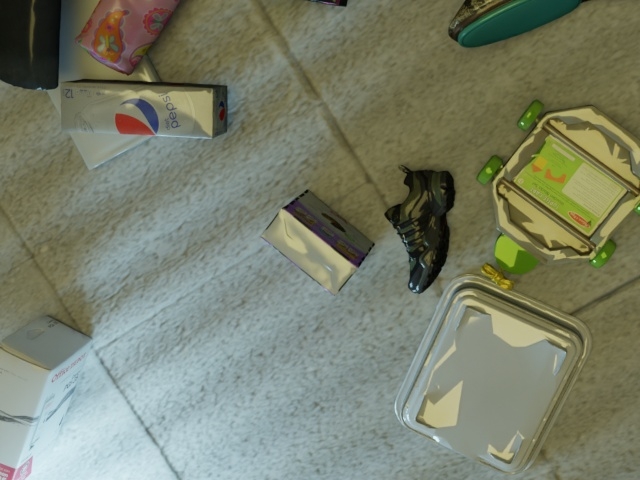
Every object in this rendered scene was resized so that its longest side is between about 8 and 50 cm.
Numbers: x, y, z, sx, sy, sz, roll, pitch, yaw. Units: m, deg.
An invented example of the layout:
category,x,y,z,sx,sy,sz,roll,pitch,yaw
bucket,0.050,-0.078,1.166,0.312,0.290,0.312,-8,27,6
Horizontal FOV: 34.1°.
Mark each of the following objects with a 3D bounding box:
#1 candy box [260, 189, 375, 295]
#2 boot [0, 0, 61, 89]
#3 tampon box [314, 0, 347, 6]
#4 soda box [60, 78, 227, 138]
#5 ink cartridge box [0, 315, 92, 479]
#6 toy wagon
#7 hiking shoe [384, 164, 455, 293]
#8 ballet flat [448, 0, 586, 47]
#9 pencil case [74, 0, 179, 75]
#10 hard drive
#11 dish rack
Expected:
category,x,y,z,sx,sy,sz,roll,pitch,yaw
candy box,0.000,0.000,1.839,0.165,0.196,0.070,39,107,2
boot,-0.461,-0.464,1.751,0.367,0.146,0.445,33,116,41
tampon box,-0.031,-0.466,1.789,0.161,0.120,0.101,13,103,9
soda box,-0.315,-0.237,1.866,0.286,0.098,0.091,4,103,10
ink cartridge box,-0.569,0.314,2.014,0.117,0.207,0.283,24,105,5
toy wagon,0.403,-0.066,1.812,0.267,0.068,0.344,37,107,3
hiking shoe,0.171,-0.020,1.871,0.114,0.086,0.227,13,98,23
ballet flat,0.431,-0.455,1.699,0.482,0.164,0.182,-14,77,8
pencil case,-0.314,-0.434,1.836,0.124,0.124,0.284,31,93,4
hard drive,-0.417,-0.313,1.941,0.203,0.040,0.308,-26,95,15
dish rack,0.309,0.256,1.897,0.285,0.072,0.333,24,106,5
